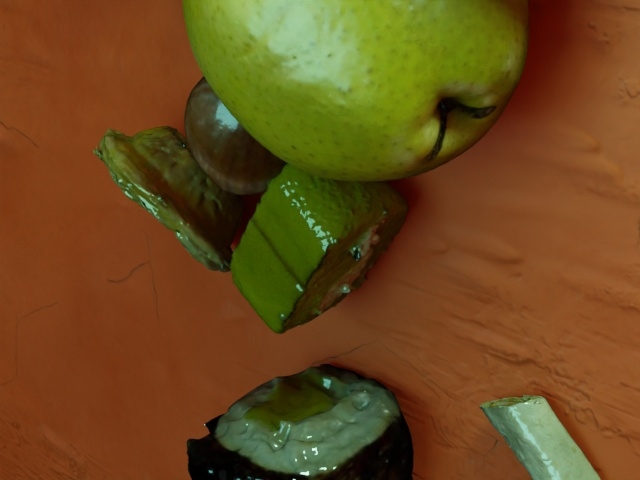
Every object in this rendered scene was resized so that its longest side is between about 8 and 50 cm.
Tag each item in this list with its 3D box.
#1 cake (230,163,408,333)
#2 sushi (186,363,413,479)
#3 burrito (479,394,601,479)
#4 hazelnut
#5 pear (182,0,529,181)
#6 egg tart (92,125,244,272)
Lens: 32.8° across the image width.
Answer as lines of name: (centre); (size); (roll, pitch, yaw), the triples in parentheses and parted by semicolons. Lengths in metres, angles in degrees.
cake: (0.000, 0.000, 1.439); (0.156, 0.179, 0.260); (53, 138, 19)
sushi: (-0.025, 0.362, 1.516); (0.281, 0.299, 0.294); (28, 127, 55)
burrito: (0.287, 0.276, 1.331); (0.226, 0.060, 0.087); (57, 141, 15)
hazelnut: (-0.076, -0.161, 1.422); (0.176, 0.214, 0.214); (59, 137, 21)
pear: (0.035, -0.253, 1.183); (0.418, 0.362, 0.362); (47, 134, 35)
egg tart: (-0.205, -0.072, 1.612); (0.118, 0.288, 0.288); (-42, 68, 1)
